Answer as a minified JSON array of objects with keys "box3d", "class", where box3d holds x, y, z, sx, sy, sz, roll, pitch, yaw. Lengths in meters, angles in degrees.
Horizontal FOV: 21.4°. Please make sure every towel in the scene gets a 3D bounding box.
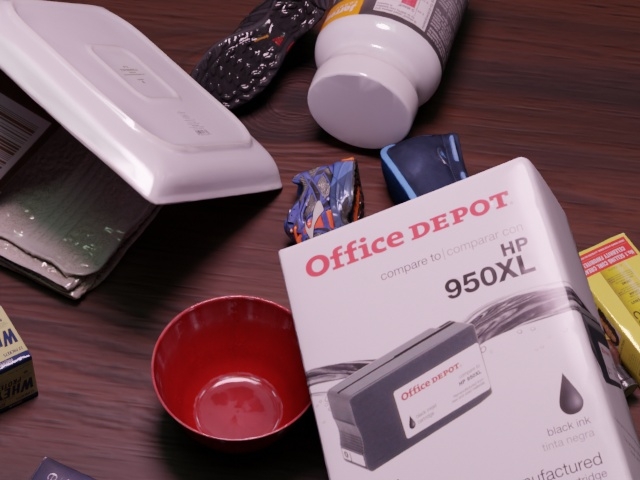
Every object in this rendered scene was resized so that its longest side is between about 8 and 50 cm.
[{"box3d":[-0.282,-0.065,2.007,0.187,0.049,0.282,24,55,15],"class":"towel"}]

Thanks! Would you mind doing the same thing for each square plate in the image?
[{"box3d":[-0.221,-0.173,1.924,0.344,0.049,0.347,41,18,14],"class":"square plate"}]

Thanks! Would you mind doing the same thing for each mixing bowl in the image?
[{"box3d":[-0.088,0.160,1.811,0.182,0.098,0.181,1,53,-1],"class":"mixing bowl"}]

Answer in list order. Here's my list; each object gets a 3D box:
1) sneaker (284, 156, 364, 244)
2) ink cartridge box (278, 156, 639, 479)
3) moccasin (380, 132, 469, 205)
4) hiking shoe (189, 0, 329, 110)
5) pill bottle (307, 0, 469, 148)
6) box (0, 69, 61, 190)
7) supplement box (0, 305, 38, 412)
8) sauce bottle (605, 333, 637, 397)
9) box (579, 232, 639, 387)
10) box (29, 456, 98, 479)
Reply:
[{"box3d":[0.000,0.000,1.960,0.087,0.083,0.221,-4,46,12],"class":"sneaker"},{"box3d":[0.146,0.155,1.687,0.286,0.166,0.394,-21,62,13],"class":"ink cartridge box"},{"box3d":[0.183,-0.009,1.922,0.117,0.137,0.342,-24,58,-8],"class":"moccasin"},{"box3d":[-0.080,-0.239,2.133,0.227,0.114,0.086,-42,95,-4],"class":"hiking shoe"},{"box3d":[0.086,-0.258,2.097,0.162,0.162,0.278,15,53,9],"class":"pill bottle"},{"box3d":[-0.460,-0.223,1.990,0.191,0.143,0.381,-46,50,10],"class":"box"},{"box3d":[-0.352,0.128,1.834,0.056,0.083,0.083,-26,59,-20],"class":"supplement box"},{"box3d":[0.307,0.121,1.890,0.042,0.042,0.128,-24,55,-19],"class":"sauce bottle"},{"box3d":[0.370,0.102,1.896,0.087,0.058,0.232,-22,56,-17],"class":"box"},{"box3d":[-0.196,0.406,1.569,0.294,0.182,0.296,21,55,12],"class":"box"}]
